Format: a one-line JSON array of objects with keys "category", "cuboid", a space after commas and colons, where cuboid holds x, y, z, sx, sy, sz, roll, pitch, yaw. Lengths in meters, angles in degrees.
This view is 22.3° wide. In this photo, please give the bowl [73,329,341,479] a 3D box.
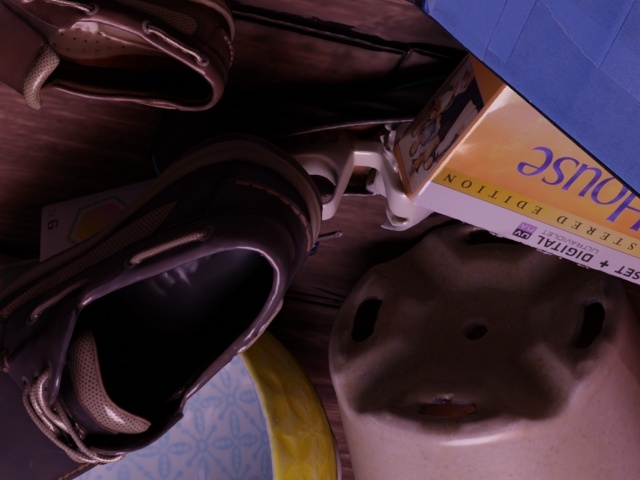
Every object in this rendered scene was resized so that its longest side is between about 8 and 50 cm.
[{"category": "bowl", "cuboid": [-0.077, 0.183, 1.288, 0.156, 0.289, 0.289, 3, 146, -44]}]

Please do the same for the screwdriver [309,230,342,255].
[{"category": "screwdriver", "cuboid": [0.000, 0.000, 1.167, 0.025, 0.024, 0.170, 19, 174, -15]}]

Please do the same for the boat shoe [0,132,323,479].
[{"category": "boat shoe", "cuboid": [-0.147, 0.073, 1.059, 0.132, 0.130, 0.355, 39, 113, -15]}]

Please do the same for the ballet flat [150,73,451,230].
[{"category": "ballet flat", "cuboid": [0.025, -0.051, 1.116, 0.280, 0.096, 0.095, -6, 141, -1]}]

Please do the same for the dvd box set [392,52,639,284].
[{"category": "dvd box set", "cuboid": [0.282, -0.135, 0.975, 0.307, 0.062, 0.420, 19, 129, -27]}]

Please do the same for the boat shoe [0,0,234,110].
[{"category": "boat shoe", "cuboid": [-0.175, -0.131, 0.986, 0.257, 0.095, 0.095, 5, 141, -14]}]

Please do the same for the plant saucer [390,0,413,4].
[{"category": "plant saucer", "cuboid": [0.077, -0.221, 0.954, 0.198, 0.036, 0.199, -4, 142, -3]}]

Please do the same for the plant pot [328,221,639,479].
[{"category": "plant pot", "cuboid": [0.150, 0.164, 1.265, 0.333, 0.334, 0.305, -14, 131, 10]}]

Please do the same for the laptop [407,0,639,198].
[{"category": "laptop", "cuboid": [0.065, -0.224, 0.741, 0.407, 0.236, 0.382, 8, 130, -17]}]

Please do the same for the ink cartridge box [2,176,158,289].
[{"category": "ink cartridge box", "cuboid": [-0.148, 0.022, 1.177, 0.209, 0.109, 0.062, -13, 141, 10]}]
